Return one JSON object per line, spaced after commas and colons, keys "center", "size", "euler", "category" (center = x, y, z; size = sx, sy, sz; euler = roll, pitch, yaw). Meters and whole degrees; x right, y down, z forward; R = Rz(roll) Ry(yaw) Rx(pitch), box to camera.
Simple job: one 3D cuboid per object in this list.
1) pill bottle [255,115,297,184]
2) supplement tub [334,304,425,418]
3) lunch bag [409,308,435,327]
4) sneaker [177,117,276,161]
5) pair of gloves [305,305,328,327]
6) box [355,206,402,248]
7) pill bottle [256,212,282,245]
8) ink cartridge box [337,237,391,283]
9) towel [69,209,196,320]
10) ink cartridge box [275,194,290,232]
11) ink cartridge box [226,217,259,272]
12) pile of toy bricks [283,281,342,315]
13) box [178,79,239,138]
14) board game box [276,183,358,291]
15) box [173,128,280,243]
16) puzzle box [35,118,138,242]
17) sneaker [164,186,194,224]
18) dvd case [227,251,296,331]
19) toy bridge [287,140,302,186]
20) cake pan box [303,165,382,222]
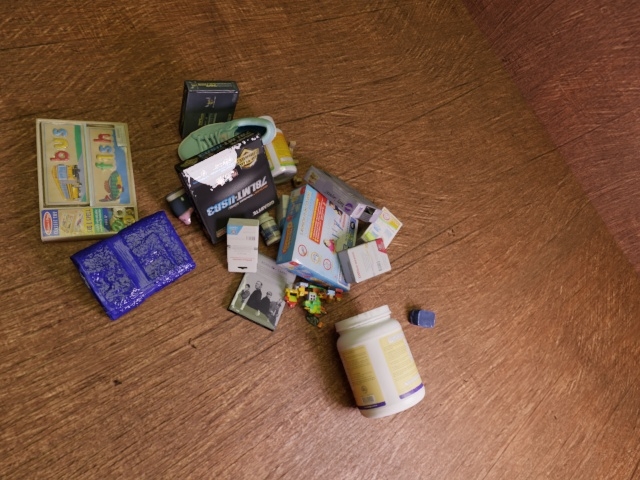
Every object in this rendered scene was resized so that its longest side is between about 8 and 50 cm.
{"center": [-0.193, -0.351, 1.652], "size": [0.136, 0.136, 0.246], "euler": [-15, 78, -30], "category": "pill bottle"}
{"center": [0.198, 0.416, 1.485], "size": [0.240, 0.241, 0.332], "euler": [-12, 76, -30], "category": "supplement tub"}
{"center": [0.410, 0.317, 1.735], "size": [0.098, 0.065, 0.067], "euler": [13, 81, -23], "category": "lunch bag"}
{"center": [-0.338, -0.363, 1.500], "size": [0.365, 0.150, 0.135], "euler": [-19, 99, -1], "category": "sneaker"}
{"center": [-0.014, 0.274, 1.569], "size": [0.074, 0.010, 0.083], "euler": [31, 61, -7], "category": "pair of gloves"}
{"center": [0.229, -0.024, 1.755], "size": [0.114, 0.103, 0.203], "euler": [44, 58, -6], "category": "box"}
{"center": [-0.193, -0.046, 1.573], "size": [0.067, 0.067, 0.120], "euler": [-23, 82, -32], "category": "pill bottle"}
{"center": [0.163, 0.075, 1.585], "size": [0.175, 0.072, 0.128], "euler": [-17, 91, -32], "category": "ink cartridge box"}
{"center": [-0.561, 0.069, 1.308], "size": [0.308, 0.076, 0.228], "euler": [-36, 106, -32], "category": "towel"}
{"center": [-0.135, -0.100, 1.610], "size": [0.052, 0.088, 0.123], "euler": [4, 69, -25], "category": "ink cartridge box"}
{"center": [-0.267, 0.018, 1.465], "size": [0.104, 0.180, 0.060], "euler": [3, 27, -7], "category": "ink cartridge box"}
{"center": [-0.020, 0.218, 1.526], "size": [0.212, 0.118, 0.105], "euler": [14, 72, -33], "category": "pile of toy bricks"}
{"center": [-0.406, -0.469, 1.535], "size": [0.183, 0.233, 0.059], "euler": [-11, 64, -30], "category": "box"}
{"center": [0.000, 0.000, 1.581], "size": [0.302, 0.086, 0.308], "euler": [31, 57, -37], "category": "board game box"}
{"center": [-0.301, -0.182, 1.441], "size": [0.295, 0.073, 0.293], "euler": [-33, 132, -24], "category": "box"}
{"center": [-0.747, -0.198, 1.363], "size": [0.272, 0.052, 0.409], "euler": [-6, 73, -28], "category": "puzzle box"}
{"center": [-0.386, -0.167, 1.516], "size": [0.319, 0.112, 0.131], "euler": [-32, 103, -30], "category": "sneaker"}
{"center": [-0.200, 0.176, 1.504], "size": [0.179, 0.029, 0.239], "euler": [29, 60, -14], "category": "dvd case"}
{"center": [-0.110, -0.305, 1.719], "size": [0.026, 0.063, 0.188], "euler": [-2, 73, -27], "category": "toy bridge"}
{"center": [0.096, -0.172, 1.638], "size": [0.267, 0.070, 0.245], "euler": [40, 17, 23], "category": "cake pan box"}
